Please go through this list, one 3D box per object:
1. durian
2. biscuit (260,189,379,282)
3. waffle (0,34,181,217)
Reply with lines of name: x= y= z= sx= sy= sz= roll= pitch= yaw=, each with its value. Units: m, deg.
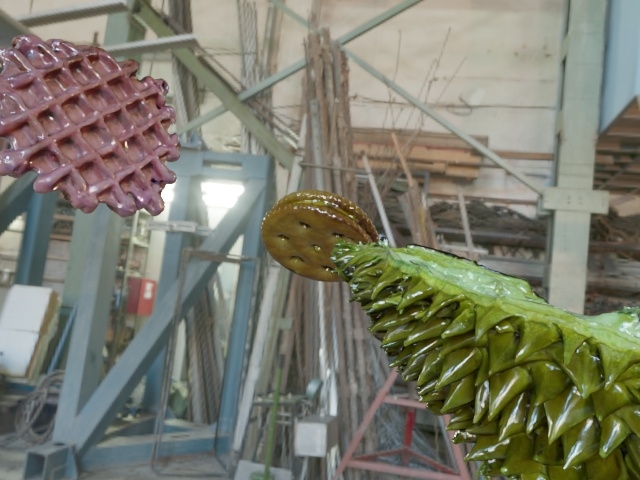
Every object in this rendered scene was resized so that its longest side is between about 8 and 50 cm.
durian: x=0.169 y=0.069 z=0.407 sx=0.394 sy=0.198 sz=0.163 roll=23 pitch=-42 yaw=30
biscuit: x=0.000 y=0.000 z=1.095 sx=0.220 sy=0.066 sz=0.220 roll=12 pitch=-40 yaw=10
waffle: x=-0.268 y=-0.136 z=0.697 sx=0.234 sy=0.221 sz=0.055 roll=17 pitch=-28 yaw=-39
